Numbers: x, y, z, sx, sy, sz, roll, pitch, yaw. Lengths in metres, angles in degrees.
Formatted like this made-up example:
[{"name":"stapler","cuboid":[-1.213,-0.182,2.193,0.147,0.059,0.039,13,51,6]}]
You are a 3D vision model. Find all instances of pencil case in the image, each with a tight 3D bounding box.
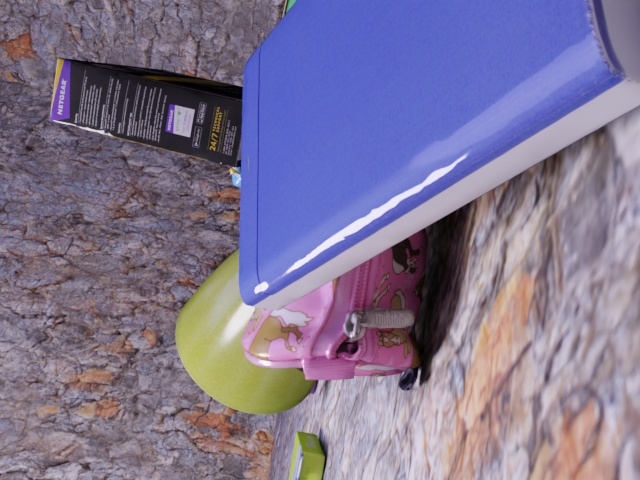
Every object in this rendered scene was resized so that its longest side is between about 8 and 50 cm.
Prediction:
[{"name":"pencil case","cuboid":[0.039,-0.075,0.643,0.160,0.167,0.386,14,-94,-51]}]

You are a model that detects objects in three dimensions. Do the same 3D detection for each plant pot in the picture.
[{"name":"plant pot","cuboid":[-0.066,0.098,1.272,0.275,0.274,0.294,-84,21,-47]}]

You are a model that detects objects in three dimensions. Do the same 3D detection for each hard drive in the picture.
[{"name":"hard drive","cuboid":[0.038,-0.102,0.455,0.318,0.040,0.210,-34,51,52]}]

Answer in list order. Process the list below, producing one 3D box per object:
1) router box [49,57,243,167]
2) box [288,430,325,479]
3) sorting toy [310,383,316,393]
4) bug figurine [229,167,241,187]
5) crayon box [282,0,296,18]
[{"name":"router box","cuboid":[-0.168,-0.173,1.016,0.309,0.242,0.081,-36,-41,-73]},{"name":"box","cuboid":[-0.025,0.380,1.222,0.178,0.042,0.109,153,127,-85]},{"name":"sorting toy","cuboid":[-0.067,0.221,1.672,0.365,0.126,0.127,-89,10,-72]},{"name":"bug figurine","cuboid":[-0.029,-0.161,1.253,0.279,0.072,0.216,-55,-35,4]},{"name":"crayon box","cuboid":[0.028,-0.238,0.999,0.313,0.106,0.363,-37,-38,-72]}]
